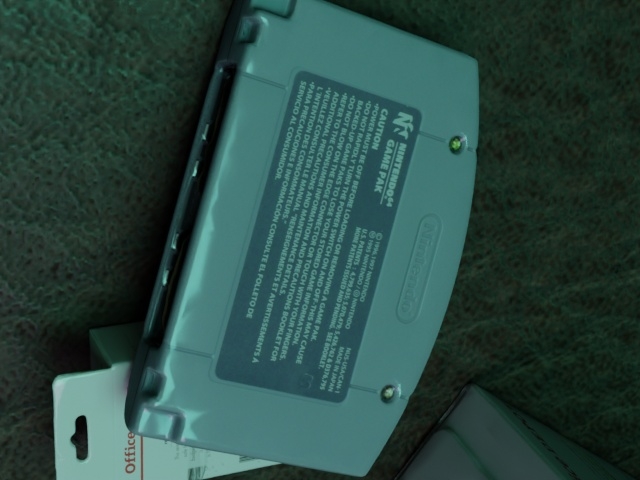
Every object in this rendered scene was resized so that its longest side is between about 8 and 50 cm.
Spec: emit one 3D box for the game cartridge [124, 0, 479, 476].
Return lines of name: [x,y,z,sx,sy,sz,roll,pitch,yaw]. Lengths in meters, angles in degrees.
game cartridge: [0.000,0.000,0.858,0.196,0.060,0.294,16,89,-24]

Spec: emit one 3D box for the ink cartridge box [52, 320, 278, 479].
ink cartridge box: [-0.100,0.109,0.904,0.180,0.060,0.104,-7,116,-22]

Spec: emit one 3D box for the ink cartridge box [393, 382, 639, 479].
ink cartridge box: [0.192,0.283,1.044,0.270,0.198,0.197,32,98,-32]
